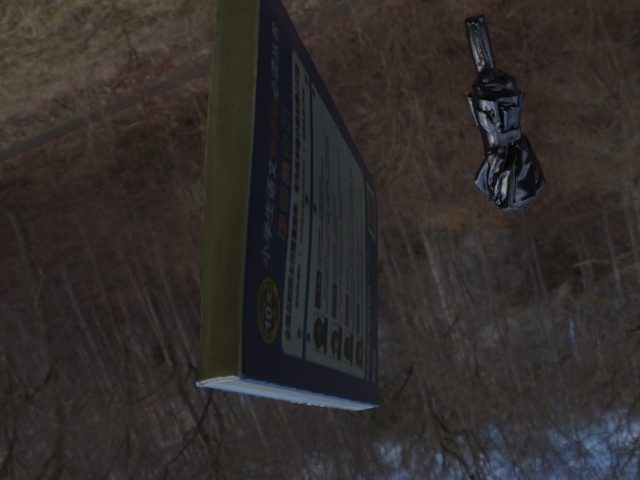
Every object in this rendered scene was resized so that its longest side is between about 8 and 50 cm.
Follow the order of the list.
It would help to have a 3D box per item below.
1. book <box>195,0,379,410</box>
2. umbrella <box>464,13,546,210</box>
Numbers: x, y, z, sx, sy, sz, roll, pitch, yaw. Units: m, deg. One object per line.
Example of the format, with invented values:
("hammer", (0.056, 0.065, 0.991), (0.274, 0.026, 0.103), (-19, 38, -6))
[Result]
("book", (0.000, 0.000, 0.585), (0.039, 0.300, 0.428), (-4, 162, 15))
("umbrella", (0.296, -0.206, 1.045), (0.118, 0.340, 0.118), (-19, -155, 9))
